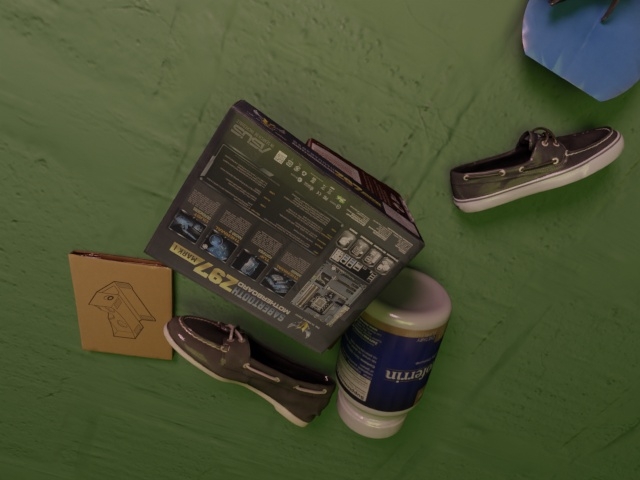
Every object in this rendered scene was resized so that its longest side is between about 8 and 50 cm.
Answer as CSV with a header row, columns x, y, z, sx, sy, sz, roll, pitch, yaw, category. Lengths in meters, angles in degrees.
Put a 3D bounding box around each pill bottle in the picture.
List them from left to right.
x,y,z,sx,sy,sz,roll,pitch,yaw,category
0.107,0.186,0.664,0.153,0.153,0.264,7,117,-4,pill bottle

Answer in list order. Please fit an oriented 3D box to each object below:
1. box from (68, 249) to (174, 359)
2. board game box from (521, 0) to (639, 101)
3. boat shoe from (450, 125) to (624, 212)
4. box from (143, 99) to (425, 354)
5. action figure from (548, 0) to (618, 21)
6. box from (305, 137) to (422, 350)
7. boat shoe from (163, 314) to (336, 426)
x,y,z,sx,sy,sz,roll,pitch,yaw,category
-0.338,0.118,0.700,0.165,0.021,0.201,8,117,-4,box
0.327,-0.255,0.505,0.169,0.033,0.133,30,90,-4,board game box
0.291,-0.115,0.561,0.229,0.080,0.076,-20,117,18,boat shoe
-0.038,-0.002,0.432,0.233,0.059,0.183,33,112,-14,box
0.271,-0.360,0.398,0.164,0.141,0.276,-44,108,6,action figure
0.000,0.000,0.559,0.167,0.168,0.203,30,113,-13,box
-0.109,0.208,0.708,0.335,0.112,0.095,42,92,-24,boat shoe
